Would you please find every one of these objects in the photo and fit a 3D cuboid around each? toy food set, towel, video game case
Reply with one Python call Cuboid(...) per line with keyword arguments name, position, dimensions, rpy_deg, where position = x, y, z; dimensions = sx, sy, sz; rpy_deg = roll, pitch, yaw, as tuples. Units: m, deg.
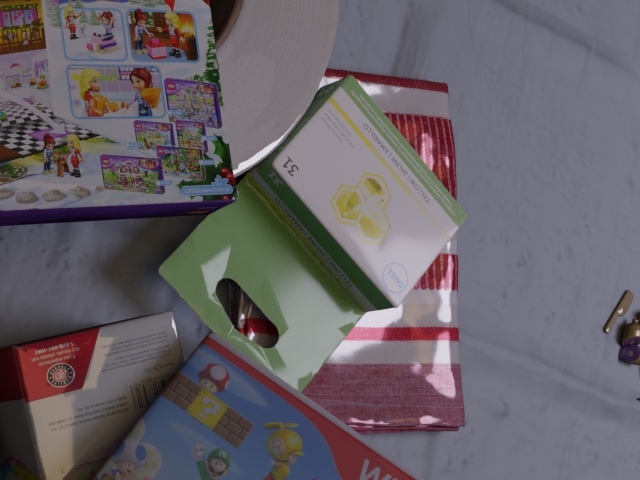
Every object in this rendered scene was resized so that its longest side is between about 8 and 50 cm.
Cuboid(name="toy food set", position=(0.348, 0.110, 1.334), dimensions=(0.122, 0.019, 0.078), rpy_deg=(45, 64, -17))
Cuboid(name="towel", position=(0.028, 0.007, 1.154), dimensions=(0.237, 0.037, 0.329), rpy_deg=(4, 81, -31))
Cuboid(name="video game case", position=(-0.073, 0.220, 0.862), dimensions=(0.204, 0.025, 0.285), rpy_deg=(34, 57, 6))

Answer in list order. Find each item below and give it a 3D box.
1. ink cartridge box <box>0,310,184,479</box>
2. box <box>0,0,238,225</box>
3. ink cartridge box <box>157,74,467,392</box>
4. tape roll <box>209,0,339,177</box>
Cuboid(name="ink cartridge box", position=(-0.170, 0.155, 0.963), dimensions=(0.128, 0.127, 0.176), rpy_deg=(-11, 88, -33))
Cuboid(name="box", position=(-0.209, -0.113, 0.892), dimensions=(0.293, 0.057, 0.201), rpy_deg=(-3, 81, -30))
Cuboid(name="ink cartridge box", position=(0.000, 0.000, 1.087), dimensions=(0.171, 0.056, 0.235), rpy_deg=(49, 59, -16))
Cuboid(name="tape roll", position=(-0.165, -0.218, 1.014), dimensions=(0.392, 0.072, 0.392), rpy_deg=(5, 81, -29))
